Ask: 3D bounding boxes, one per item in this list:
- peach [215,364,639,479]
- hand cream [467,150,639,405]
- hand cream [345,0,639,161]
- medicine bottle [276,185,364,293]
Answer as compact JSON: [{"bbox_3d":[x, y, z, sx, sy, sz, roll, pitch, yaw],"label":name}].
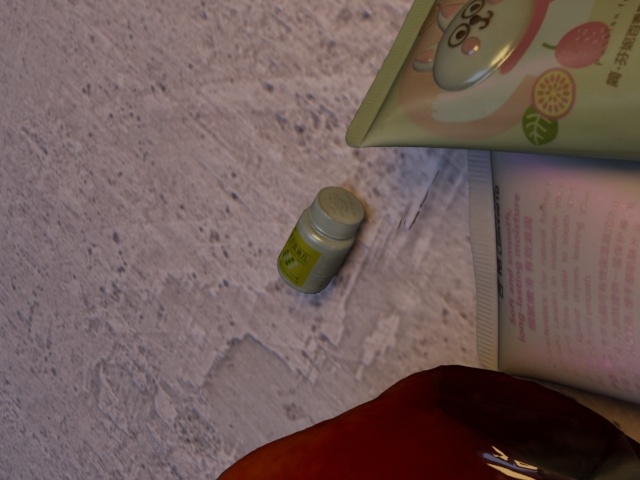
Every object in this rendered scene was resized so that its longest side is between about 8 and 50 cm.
[{"bbox_3d":[0.089,0.245,0.616,0.406,0.335,0.310,36,111,40],"label":"peach"},{"bbox_3d":[0.217,0.033,0.577,0.358,0.118,0.186,17,120,50],"label":"hand cream"},{"bbox_3d":[0.157,-0.097,0.582,0.305,0.093,0.147,12,70,42],"label":"hand cream"},{"bbox_3d":[0.000,0.000,0.819,0.047,0.047,0.083,49,135,21],"label":"medicine bottle"}]
